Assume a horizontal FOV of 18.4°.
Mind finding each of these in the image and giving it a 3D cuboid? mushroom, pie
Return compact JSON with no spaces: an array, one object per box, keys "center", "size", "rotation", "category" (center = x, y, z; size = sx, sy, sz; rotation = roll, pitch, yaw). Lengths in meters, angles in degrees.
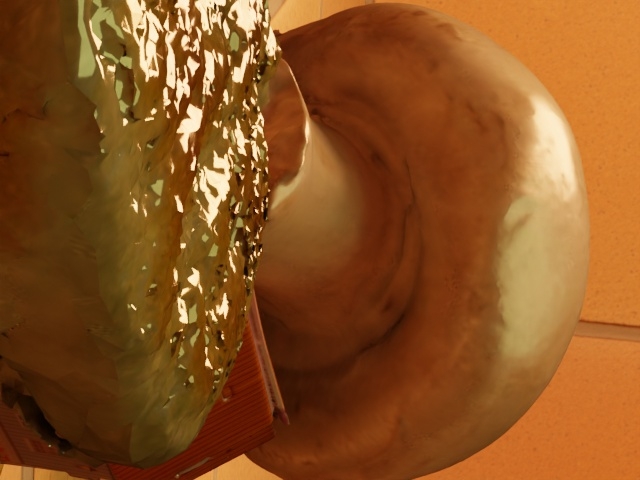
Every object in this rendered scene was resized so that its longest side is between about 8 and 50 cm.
[{"center":[0.000,0.000,1.172],"size":[0.290,0.297,0.298],"rotation":[11,83,-51],"category":"mushroom"},{"center":[-0.056,-0.113,0.577],"size":[0.296,0.078,0.371],"rotation":[-18,112,-85],"category":"pie"}]

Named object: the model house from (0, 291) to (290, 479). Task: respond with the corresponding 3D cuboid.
[{"center":[-0.080,0.012,0.797],"size":[0.219,0.135,0.207],"rotation":[85,13,-64],"category":"model house"}]
